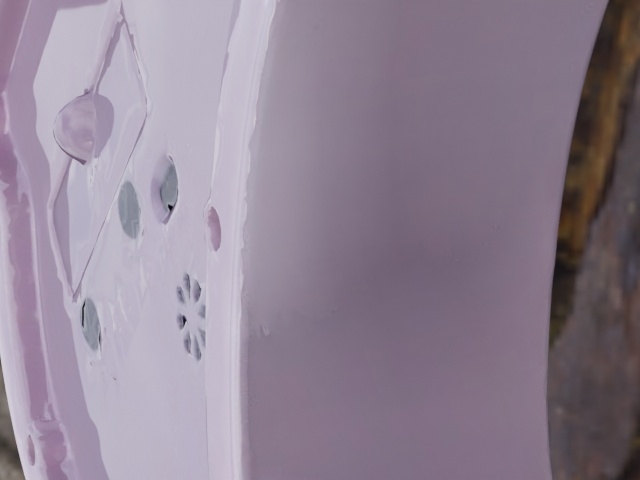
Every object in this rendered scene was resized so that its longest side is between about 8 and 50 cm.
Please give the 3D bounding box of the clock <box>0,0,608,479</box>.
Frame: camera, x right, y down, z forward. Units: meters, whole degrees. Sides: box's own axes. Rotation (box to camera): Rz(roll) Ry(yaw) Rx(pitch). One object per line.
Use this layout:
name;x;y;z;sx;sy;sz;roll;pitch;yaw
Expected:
clock;0.000;0.000;0.397;0.290;0.080;0.275;116;140;-51
